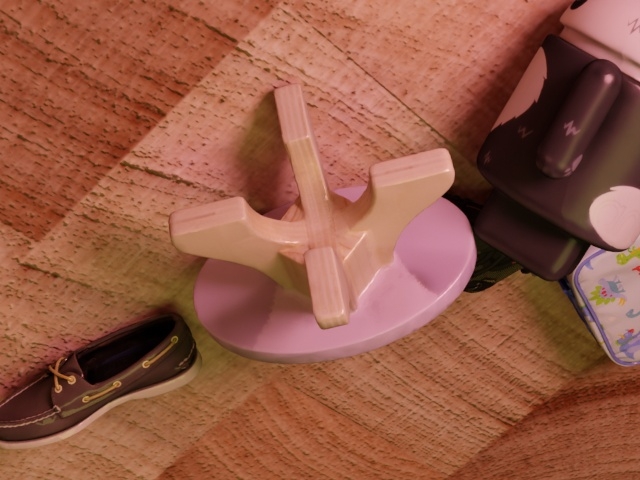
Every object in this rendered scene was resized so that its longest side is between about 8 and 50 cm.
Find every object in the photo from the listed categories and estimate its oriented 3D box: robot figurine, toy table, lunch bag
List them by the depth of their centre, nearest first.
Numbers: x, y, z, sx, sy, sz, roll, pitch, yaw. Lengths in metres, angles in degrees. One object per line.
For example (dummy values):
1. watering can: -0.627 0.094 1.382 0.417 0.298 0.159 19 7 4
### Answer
1. toy table: 0.000 0.000 1.134 0.274 0.252 0.161 -24 147 -1
2. robot figurine: 0.253 -0.102 1.151 0.174 0.209 0.278 24 105 -23
3. lunch bag: 0.357 0.033 1.370 0.176 0.090 0.219 -31 131 6

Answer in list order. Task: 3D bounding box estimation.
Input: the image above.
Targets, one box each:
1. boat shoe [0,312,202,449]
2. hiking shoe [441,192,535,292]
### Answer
1. boat shoe: -0.237 0.140 1.264 0.228 0.081 0.068 -23 130 -9
2. hiking shoe: 0.144 0.013 1.283 0.227 0.086 0.114 -2 127 -17
